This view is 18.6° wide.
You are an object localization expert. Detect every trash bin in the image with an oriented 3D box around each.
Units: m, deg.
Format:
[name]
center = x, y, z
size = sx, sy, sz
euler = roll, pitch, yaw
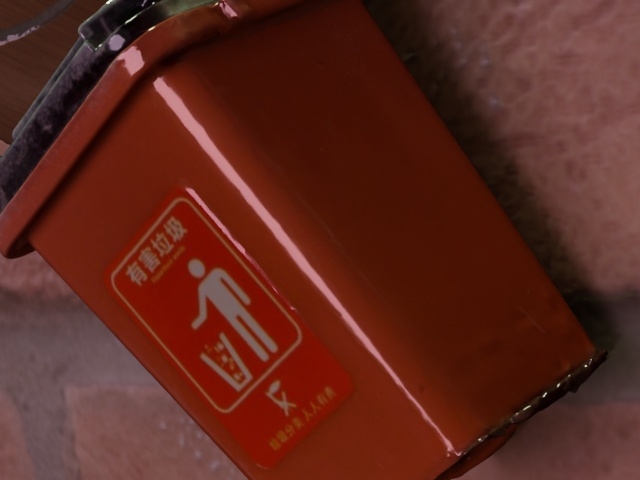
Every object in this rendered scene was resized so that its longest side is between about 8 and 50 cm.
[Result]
[trash bin]
center = 0.000, 0.000, 0.838
size = 0.238, 0.184, 0.161
euler = 50, 131, 8

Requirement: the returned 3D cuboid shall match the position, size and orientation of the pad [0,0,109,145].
[pad]
center = -0.162, -0.183, 0.952
size = 0.286, 0.018, 0.284
euler = 29, 124, 4
